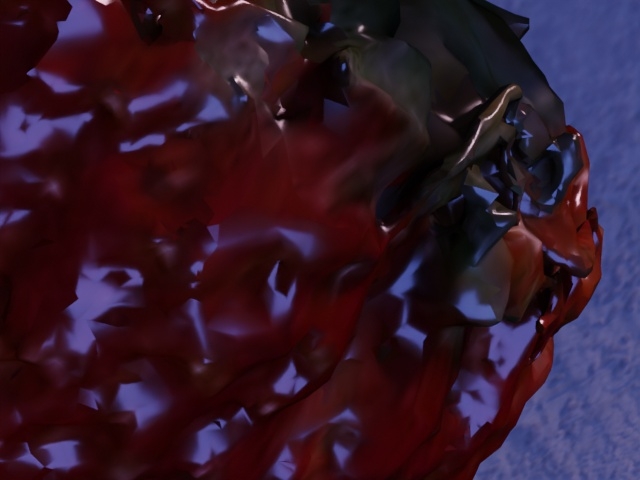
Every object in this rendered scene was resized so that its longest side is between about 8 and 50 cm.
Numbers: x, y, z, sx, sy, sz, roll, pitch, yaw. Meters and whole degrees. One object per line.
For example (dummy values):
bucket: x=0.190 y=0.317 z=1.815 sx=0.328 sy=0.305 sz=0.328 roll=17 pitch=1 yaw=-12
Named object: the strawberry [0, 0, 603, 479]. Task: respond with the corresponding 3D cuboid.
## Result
strawberry: x=-0.102 y=0.009 z=0.499 sx=0.351 sy=0.267 sz=0.312 roll=-31 pitch=121 yaw=11
